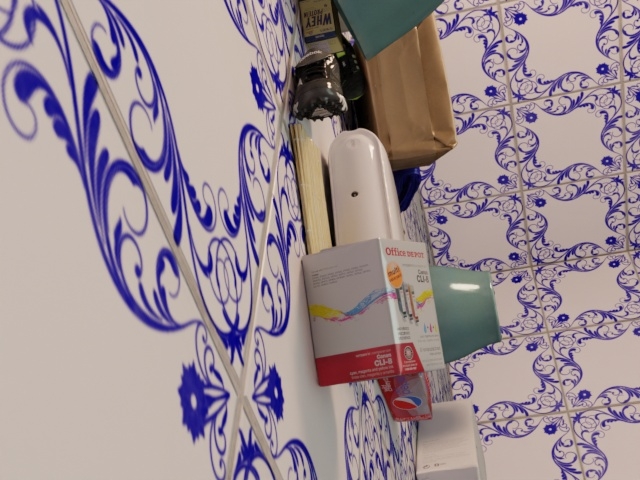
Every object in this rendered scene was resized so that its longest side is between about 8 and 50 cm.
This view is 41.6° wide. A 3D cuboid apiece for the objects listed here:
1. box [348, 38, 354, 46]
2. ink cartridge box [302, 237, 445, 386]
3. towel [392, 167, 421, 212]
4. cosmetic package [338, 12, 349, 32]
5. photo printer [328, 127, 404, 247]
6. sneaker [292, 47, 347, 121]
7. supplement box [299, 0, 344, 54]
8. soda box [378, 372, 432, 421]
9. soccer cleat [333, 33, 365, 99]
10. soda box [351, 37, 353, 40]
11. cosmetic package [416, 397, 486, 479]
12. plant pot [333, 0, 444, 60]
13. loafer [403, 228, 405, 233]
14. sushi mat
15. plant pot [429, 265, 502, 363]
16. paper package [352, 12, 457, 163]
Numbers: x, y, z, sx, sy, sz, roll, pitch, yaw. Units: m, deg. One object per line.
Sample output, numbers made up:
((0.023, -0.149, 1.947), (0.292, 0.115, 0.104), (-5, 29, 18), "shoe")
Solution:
((0.119, -0.484, 2.158), (0.136, 0.028, 0.081), (-26, 111, -38), "box")
((0.070, 0.094, 1.113), (0.128, 0.127, 0.176), (5, 73, -54), "ink cartridge box")
((0.204, -0.241, 2.191), (0.228, 0.076, 0.308), (117, -27, -60), "towel")
((0.070, -0.673, 1.871), (0.197, 0.155, 0.366), (-6, 85, -82), "cosmetic package")
((0.086, -0.018, 1.439), (0.256, 0.107, 0.308), (70, 12, -50), "photo printer")
((-0.007, -0.236, 1.258), (0.234, 0.078, 0.106), (-48, 125, -82), "sneaker")
((0.002, -0.379, 1.486), (0.083, 0.056, 0.083), (30, 51, -77), "supplement box")
((0.163, 0.265, 1.680), (0.263, 0.083, 0.092), (69, 16, -50), "soda box")
((0.053, -0.364, 1.776), (0.072, 0.060, 0.179), (56, 18, -45), "soccer cleat")
((0.141, -0.460, 2.283), (0.067, 0.071, 0.210), (-80, 158, -60), "soda box")
((0.339, 0.580, 2.145), (0.385, 0.156, 0.217), (-61, 138, -73), "cosmetic package")
((0.113, -0.506, 1.489), (0.293, 0.235, 0.293), (59, 7, -12), "plant pot")
((0.113, -0.102, 1.753), (0.096, 0.084, 0.268), (-89, 165, -47), "loafer")
((0.000, 0.000, 1.223), (0.151, 0.019, 0.317), (36, 45, -77), "sushi mat")
((0.314, 0.181, 2.110), (0.271, 0.255, 0.272), (-10, 90, -79), "plant pot")
((0.174, -0.317, 1.872), (0.325, 0.168, 0.310), (133, -52, -87), "paper package")
